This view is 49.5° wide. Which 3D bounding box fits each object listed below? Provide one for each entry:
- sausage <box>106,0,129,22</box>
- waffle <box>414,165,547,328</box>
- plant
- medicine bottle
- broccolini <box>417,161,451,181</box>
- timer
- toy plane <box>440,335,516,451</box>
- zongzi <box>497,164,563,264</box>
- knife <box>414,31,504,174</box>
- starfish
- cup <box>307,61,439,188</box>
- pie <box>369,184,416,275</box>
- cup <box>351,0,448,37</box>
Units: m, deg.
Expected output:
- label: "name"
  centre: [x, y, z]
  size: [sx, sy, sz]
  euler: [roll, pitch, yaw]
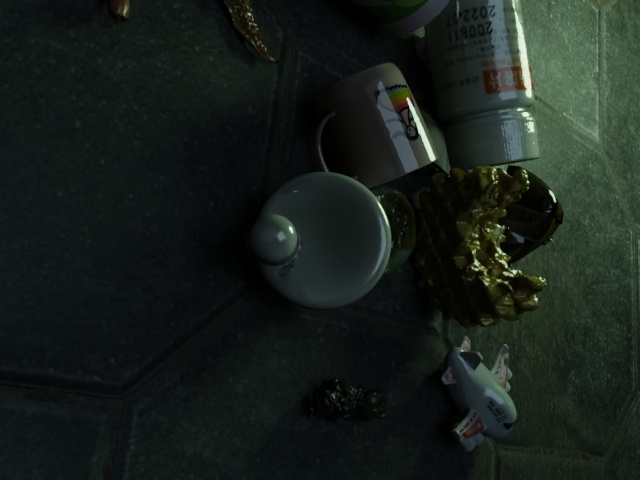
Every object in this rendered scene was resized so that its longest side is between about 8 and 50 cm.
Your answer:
- label: "sausage"
  centre: [-0.325, -0.418, 1.056]
  size: [0.040, 0.047, 0.177]
  euler: [-15, 92, -26]
- label: "waffle"
  centre: [0.315, 0.014, 1.406]
  size: [0.151, 0.261, 0.325]
  euler: [1, 78, -34]
- label: "plant"
  centre: [0.052, 0.290, 1.248]
  size: [0.174, 0.087, 0.085]
  euler: [14, 103, -34]
- label: "medicine bottle"
  centre: [0.347, -0.343, 1.490]
  size: [0.211, 0.211, 0.372]
  euler: [-12, 93, -42]
- label: "broccolini"
  centre: [0.248, -0.166, 1.514]
  size: [0.201, 0.058, 0.074]
  euler: [16, 78, -38]
- label: "timer"
  centre: [0.000, 0.000, 1.142]
  size: [0.233, 0.240, 0.234]
  euler: [0, 83, 1]
- label: "toy plane"
  centre: [0.337, 0.320, 1.468]
  size: [0.252, 0.118, 0.252]
  euler: [6, 81, -42]
- label: "zongzi"
  centre: [0.436, 0.004, 1.637]
  size: [0.318, 0.154, 0.289]
  euler: [-53, 152, 9]
- label: "knife"
  centre: [0.323, -0.300, 1.620]
  size: [0.132, 0.038, 0.399]
  euler: [-35, 105, -35]
- label: "starfish"
  centre: [-0.130, -0.516, 1.225]
  size: [0.301, 0.084, 0.294]
  euler: [34, 62, -28]
- label: "cup"
  centre: [0.074, -0.200, 1.283]
  size: [0.252, 0.191, 0.201]
  euler: [-27, 98, -34]
- label: "pie"
  centre: [0.126, -0.022, 1.387]
  size: [0.186, 0.041, 0.187]
  euler: [4, 85, -41]
- label: "cup"
  centre: [0.120, -0.563, 1.369]
  size: [0.274, 0.253, 0.253]
  euler: [37, 59, -41]
